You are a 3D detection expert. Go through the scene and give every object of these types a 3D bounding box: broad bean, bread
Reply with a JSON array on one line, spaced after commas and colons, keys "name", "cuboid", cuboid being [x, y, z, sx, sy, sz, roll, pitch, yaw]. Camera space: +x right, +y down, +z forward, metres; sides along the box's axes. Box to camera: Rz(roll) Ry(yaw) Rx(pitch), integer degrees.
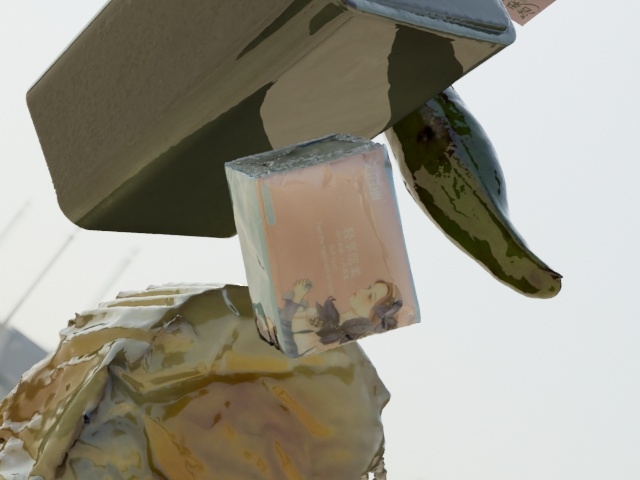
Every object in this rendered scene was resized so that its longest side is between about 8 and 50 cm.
[{"name": "broad bean", "cuboid": [0.057, -0.088, 1.043, 0.077, 0.061, 0.339, 88, -22, -50]}, {"name": "bread", "cuboid": [-0.129, 0.193, 1.042, 0.236, 0.388, 0.183, 43, -18, -9]}]

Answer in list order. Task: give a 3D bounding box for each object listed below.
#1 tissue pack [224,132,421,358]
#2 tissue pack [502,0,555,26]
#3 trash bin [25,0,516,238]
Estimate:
[{"name": "tissue pack", "cuboid": [0.000, 0.000, 0.787, 0.059, 0.074, 0.094, -150, -135, -67]}, {"name": "tissue pack", "cuboid": [0.107, -0.303, 1.363, 0.246, 0.148, 0.092, 27, -43, -29]}, {"name": "trash bin", "cuboid": [-0.035, -0.106, 0.945, 0.164, 0.240, 0.122, 3, 58, -47]}]
